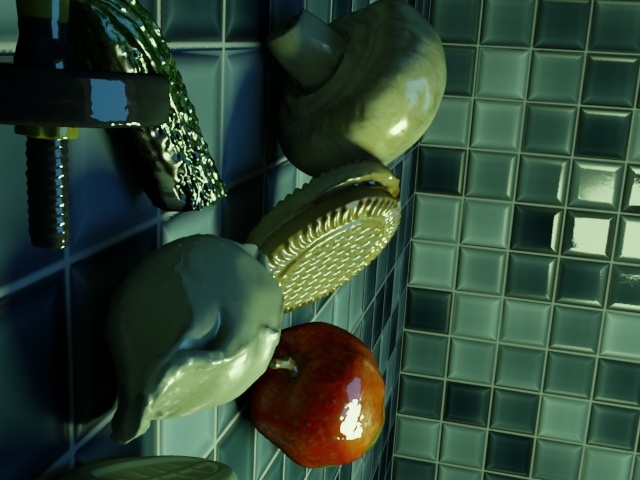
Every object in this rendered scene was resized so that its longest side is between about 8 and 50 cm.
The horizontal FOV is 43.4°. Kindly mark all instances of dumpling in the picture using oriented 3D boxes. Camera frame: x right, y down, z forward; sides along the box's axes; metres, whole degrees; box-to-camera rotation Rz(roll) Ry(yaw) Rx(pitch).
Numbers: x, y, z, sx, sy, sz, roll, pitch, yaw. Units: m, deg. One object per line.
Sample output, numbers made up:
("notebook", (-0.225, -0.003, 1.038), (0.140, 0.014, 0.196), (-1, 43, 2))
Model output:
("dumpling", (-0.125, 0.089, 0.716), (0.193, 0.147, 0.258), (-46, -170, 16))

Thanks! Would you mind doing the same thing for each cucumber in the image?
("cucumber", (-0.142, -0.114, 0.670), (0.265, 0.077, 0.077), (77, 23, -52))

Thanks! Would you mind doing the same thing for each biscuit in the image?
("biscuit", (0.000, 0.000, 1.051), (0.079, 0.259, 0.259), (55, -2, 22))

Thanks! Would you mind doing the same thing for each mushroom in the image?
("mushroom", (0.031, -0.214, 1.074), (0.234, 0.254, 0.260), (30, 79, -31))

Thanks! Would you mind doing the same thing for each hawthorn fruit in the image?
("hawthorn fruit", (-0.010, 0.212, 1.138), (0.253, 0.205, 0.205), (60, 39, -61))

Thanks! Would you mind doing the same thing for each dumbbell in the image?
("dumbbell", (-0.154, -0.154, 0.444), (0.143, 0.143, 0.325), (-39, 134, -71))

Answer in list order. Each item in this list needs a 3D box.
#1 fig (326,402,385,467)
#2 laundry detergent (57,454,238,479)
("fig", (0.015, 0.285, 1.339), (0.191, 0.181, 0.181), (-44, 149, -24))
("laundry detergent", (-0.171, 0.397, 0.690), (0.264, 0.125, 0.397), (40, 59, -75))
